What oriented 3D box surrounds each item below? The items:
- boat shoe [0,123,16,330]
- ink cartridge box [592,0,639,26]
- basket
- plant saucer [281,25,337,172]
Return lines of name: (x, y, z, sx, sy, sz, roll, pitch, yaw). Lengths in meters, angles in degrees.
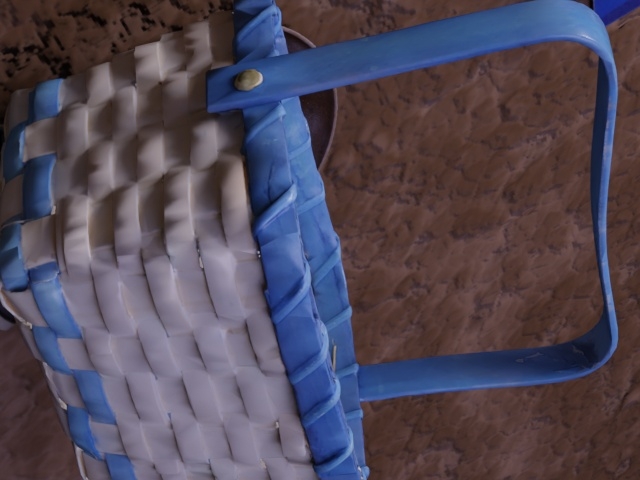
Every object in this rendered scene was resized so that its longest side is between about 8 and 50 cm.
boat shoe: (-0.171, -0.036, 0.877, 0.065, 0.075, 0.206, -31, 136, -10)
ink cartridge box: (0.221, -0.257, 1.015, 0.165, 0.065, 0.333, -33, 142, -13)
basket: (0.000, 0.000, 0.881, 0.289, 0.201, 0.255, -5, 138, 4)
plant saucer: (-0.068, -0.052, 0.985, 0.168, 0.029, 0.168, -23, 139, -22)
